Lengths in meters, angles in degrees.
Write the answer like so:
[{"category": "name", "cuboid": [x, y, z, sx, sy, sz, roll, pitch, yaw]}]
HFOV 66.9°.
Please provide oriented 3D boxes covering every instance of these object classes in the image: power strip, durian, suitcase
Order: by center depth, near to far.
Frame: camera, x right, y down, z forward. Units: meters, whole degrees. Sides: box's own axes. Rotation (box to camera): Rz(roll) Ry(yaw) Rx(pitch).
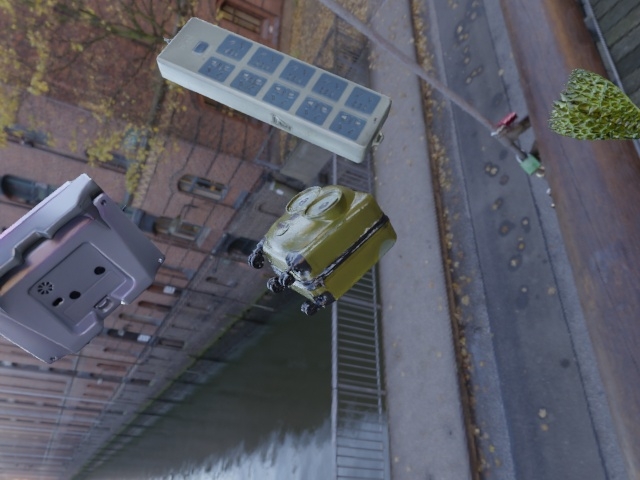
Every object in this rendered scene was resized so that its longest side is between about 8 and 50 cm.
[{"category": "durian", "cuboid": [0.373, -0.179, 0.666, 0.215, 0.100, 0.086, -89, 18, -62]}, {"category": "power strip", "cuboid": [-0.075, -0.227, 0.713, 0.043, 0.368, 0.106, 99, -162, -65]}, {"category": "suitcase", "cuboid": [0.000, 0.000, 0.880, 0.235, 0.143, 0.194, -42, 25, -15]}]

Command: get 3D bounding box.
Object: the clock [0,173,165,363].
[{"category": "clock", "cuboid": [-0.372, 0.045, 0.717, 0.083, 0.186, 0.253, 27, 66, 43]}]
